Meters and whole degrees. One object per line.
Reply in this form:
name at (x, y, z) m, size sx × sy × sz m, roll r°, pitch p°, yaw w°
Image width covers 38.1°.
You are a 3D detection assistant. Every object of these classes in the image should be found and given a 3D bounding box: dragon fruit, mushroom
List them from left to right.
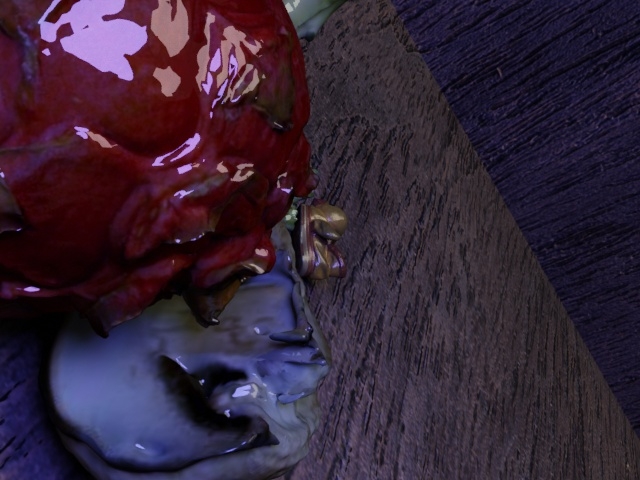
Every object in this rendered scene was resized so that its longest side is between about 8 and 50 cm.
dragon fruit at (-0.160, -0.090, 0.565) m, size 0.342 × 0.277 × 0.277 m, roll 39°, pitch 26°, yaw -11°
mushroom at (-0.089, 0.093, 0.689) m, size 0.267 × 0.189 × 0.164 m, roll -110°, pitch -177°, yaw -46°

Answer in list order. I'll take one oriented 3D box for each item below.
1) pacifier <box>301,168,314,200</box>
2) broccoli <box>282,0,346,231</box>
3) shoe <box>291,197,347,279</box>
pacifier at (-0.060, -0.054, 1.012) m, size 0.150 × 0.116 × 0.127 m, roll -6°, pitch 96°, yaw -71°
broccoli at (-0.098, -0.239, 0.796) m, size 0.353 × 0.397 × 0.275 m, roll 28°, pitch 15°, yaw -49°
shoe at (-0.001, 0.003, 1.138) m, size 0.069 × 0.072 × 0.109 m, roll 13°, pitch 34°, yaw -12°
